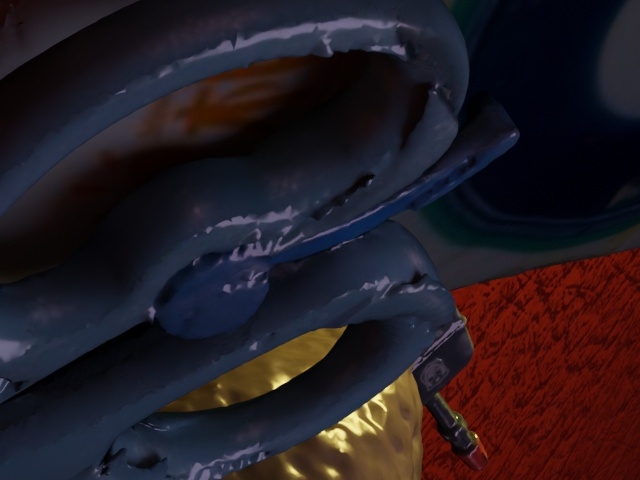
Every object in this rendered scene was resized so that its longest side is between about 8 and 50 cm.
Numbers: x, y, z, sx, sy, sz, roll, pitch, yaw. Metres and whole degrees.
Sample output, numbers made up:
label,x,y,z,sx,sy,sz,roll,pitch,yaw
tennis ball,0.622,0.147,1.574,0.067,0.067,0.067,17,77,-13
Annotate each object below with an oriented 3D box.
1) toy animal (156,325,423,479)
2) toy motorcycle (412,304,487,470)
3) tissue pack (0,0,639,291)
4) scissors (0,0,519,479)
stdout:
label,x,y,z,sx,sy,sz,roll,pitch,yaw
toy animal,-0.093,0.145,0.587,0.358,0.226,0.188,-49,142,-34
toy motorcycle,-0.040,0.101,0.782,0.272,0.123,0.182,-43,133,-9
tissue pack,0.055,-0.124,0.486,0.388,0.162,0.287,-11,140,-32
scissors,-0.126,0.059,0.392,0.393,0.032,0.180,-27,146,-7
